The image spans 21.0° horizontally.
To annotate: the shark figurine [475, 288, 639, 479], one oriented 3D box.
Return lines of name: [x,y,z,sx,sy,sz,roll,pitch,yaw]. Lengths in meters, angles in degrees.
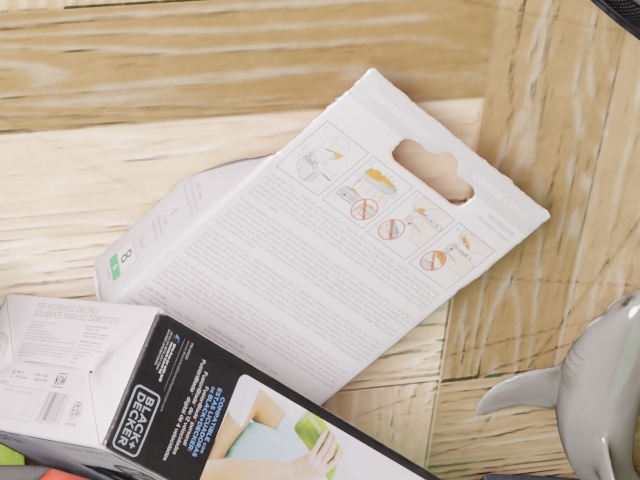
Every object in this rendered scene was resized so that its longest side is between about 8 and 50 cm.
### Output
shark figurine: [0.223,0.165,1.231,0.166,0.116,0.278,-25,131,10]

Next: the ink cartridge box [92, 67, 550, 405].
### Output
ink cartridge box: [0.000,0.000,1.064,0.224,0.056,0.181,-42,129,16]

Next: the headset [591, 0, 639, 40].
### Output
headset: [0.238,-0.189,0.922,0.243,0.185,0.394,-26,118,4]

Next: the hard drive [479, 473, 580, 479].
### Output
hard drive: [0.209,0.263,1.354,0.254,0.054,0.172,11,128,-24]

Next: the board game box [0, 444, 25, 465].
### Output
board game box: [-0.241,0.161,1.146,0.092,0.043,0.181,-5,132,-10]

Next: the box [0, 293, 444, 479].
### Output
box: [-0.063,0.137,1.083,0.290,0.087,0.169,35,159,-36]

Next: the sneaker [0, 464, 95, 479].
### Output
sneaker: [-0.145,0.237,1.051,0.090,0.145,0.270,-16,150,22]
